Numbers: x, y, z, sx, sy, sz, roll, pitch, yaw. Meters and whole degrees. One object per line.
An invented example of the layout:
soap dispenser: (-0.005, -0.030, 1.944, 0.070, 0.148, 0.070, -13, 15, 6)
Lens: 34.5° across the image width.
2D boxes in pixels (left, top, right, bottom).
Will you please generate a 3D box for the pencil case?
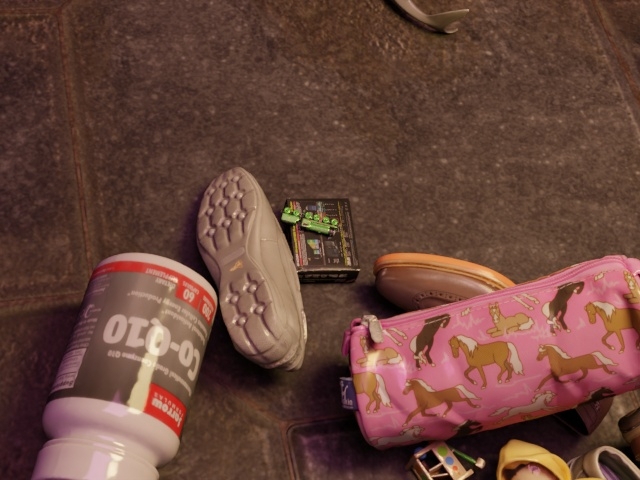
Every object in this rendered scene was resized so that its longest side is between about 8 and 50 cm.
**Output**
pencil case: (0.217, 0.135, 1.242, 0.386, 0.167, 0.160, -15, 59, 12)

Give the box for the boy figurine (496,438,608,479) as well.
boy figurine: (0.318, 0.354, 1.225, 0.285, 0.177, 0.092, 56, 26, 13)

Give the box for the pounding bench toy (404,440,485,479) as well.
pounding bench toy: (0.158, 0.278, 1.296, 0.083, 0.052, 0.065, -26, 68, -25)

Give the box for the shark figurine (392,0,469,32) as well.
shark figurine: (0.137, -0.457, 1.702, 0.166, 0.116, 0.278, -5, 59, -14)

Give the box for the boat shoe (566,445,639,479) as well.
boat shoe: (0.419, 0.383, 1.266, 0.109, 0.094, 0.302, -38, 73, -28)

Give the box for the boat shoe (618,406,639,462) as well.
boat shoe: (0.535, 0.261, 1.339, 0.324, 0.122, 0.120, -4, 61, -23)

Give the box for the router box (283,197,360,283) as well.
router box: (0.000, 0.000, 1.438, 0.092, 0.038, 0.122, 0, 59, -13)

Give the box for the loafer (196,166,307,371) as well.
loafer: (-0.089, 0.036, 1.366, 0.112, 0.111, 0.319, -26, 49, 15)

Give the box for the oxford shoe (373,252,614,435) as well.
oxford shoe: (0.224, 0.132, 1.359, 0.363, 0.130, 0.133, 25, 65, 5)

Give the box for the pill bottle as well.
pill bottle: (-0.229, 0.171, 1.211, 0.161, 0.161, 0.283, 14, 58, -4)

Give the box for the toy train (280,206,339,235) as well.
toy train: (-0.015, -0.025, 1.416, 0.083, 0.017, 0.024, 14, 67, -3)
